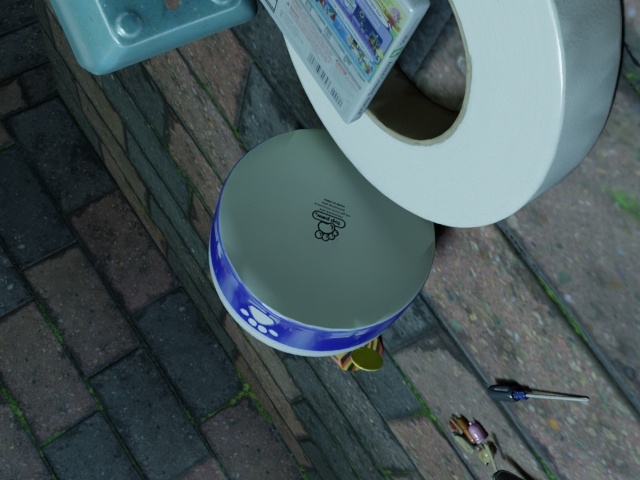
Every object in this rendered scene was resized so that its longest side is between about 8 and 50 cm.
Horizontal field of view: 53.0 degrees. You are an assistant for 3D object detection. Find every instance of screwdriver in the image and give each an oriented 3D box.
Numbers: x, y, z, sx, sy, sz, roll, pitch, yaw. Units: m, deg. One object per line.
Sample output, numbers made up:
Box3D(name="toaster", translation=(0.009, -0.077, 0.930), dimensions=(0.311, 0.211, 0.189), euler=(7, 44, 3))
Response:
Box3D(name="screwdriver", translation=(0.264, 0.194, 0.795), dimensions=(0.024, 0.025, 0.170), euler=(60, 159, -4))

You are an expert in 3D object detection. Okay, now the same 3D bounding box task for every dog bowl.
Box3D(name="dog bowl", translation=(0.000, 0.000, 0.781), dimensions=(0.265, 0.265, 0.104), euler=(54, 155, 13))

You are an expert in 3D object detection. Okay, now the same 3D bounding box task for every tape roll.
Box3D(name="tape roll", translation=(0.086, -0.196, 0.596), dimensions=(0.392, 0.072, 0.392), euler=(46, 155, 29))

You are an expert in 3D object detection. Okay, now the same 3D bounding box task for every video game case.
Box3D(name="video game case", translation=(0.000, -0.239, 0.599), dimensions=(0.212, 0.023, 0.193), euler=(57, 159, 7))

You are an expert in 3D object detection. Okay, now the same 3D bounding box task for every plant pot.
Box3D(name="plant pot", translation=(-0.208, -0.335, 0.745), dimensions=(0.252, 0.248, 0.247), euler=(48, 159, 58))

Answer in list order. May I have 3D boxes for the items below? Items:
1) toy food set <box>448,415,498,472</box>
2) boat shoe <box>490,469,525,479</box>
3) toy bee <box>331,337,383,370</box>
Box3D(name="toy food set", translation=(0.241, 0.310, 1.011), dimensions=(0.078, 0.019, 0.122), euler=(67, 165, -19))
Box3D(name="boat shoe", translation=(0.310, 0.375, 0.904), dimensions=(0.152, 0.056, 0.049), euler=(35, 145, 27))
Box3D(name="toy bee", translation=(0.014, 0.125, 1.063), dimensions=(0.195, 0.162, 0.298), euler=(26, 142, 57))
